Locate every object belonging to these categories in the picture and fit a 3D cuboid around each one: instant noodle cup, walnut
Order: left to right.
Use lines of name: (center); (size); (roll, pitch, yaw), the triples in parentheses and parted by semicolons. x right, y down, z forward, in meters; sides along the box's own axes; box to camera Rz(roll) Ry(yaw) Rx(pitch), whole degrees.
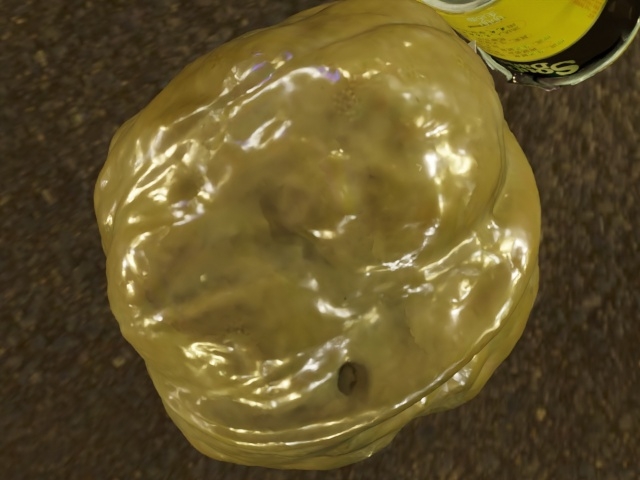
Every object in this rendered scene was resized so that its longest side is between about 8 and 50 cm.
walnut: (-0.001, -0.002, 0.931); (0.277, 0.253, 0.282); (-33, 114, -4)
instant noodle cup: (0.187, -0.270, 1.462); (0.215, 0.236, 0.216); (-3, 85, 32)

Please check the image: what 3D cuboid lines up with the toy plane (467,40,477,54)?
toy plane: (0.072, -0.116, 1.164); (0.120, 0.049, 0.031); (-19, 143, 30)
